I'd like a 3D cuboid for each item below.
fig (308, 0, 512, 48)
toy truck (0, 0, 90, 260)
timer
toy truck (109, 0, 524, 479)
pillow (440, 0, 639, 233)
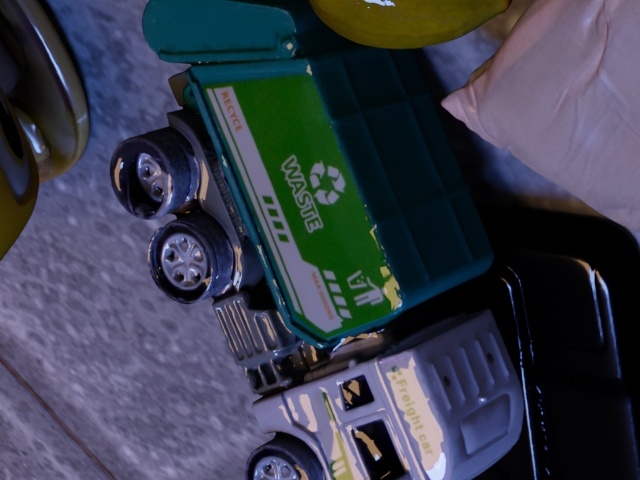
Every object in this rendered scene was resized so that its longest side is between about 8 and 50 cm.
[{"bbox_3d":[0.037,-0.112,0.685,0.088,0.074,0.074,18,139,3],"label":"fig"},{"bbox_3d":[-0.262,-0.057,0.893,0.288,0.211,0.204,-5,123,49],"label":"toy truck"},{"bbox_3d":[0.094,0.072,0.818,0.144,0.055,0.187,9,125,36],"label":"timer"},{"bbox_3d":[0.000,0.000,0.752,0.124,0.114,0.253,-25,88,38],"label":"toy truck"},{"bbox_3d":[0.161,-0.089,0.598,0.173,0.067,0.270,32,142,5],"label":"pillow"}]
